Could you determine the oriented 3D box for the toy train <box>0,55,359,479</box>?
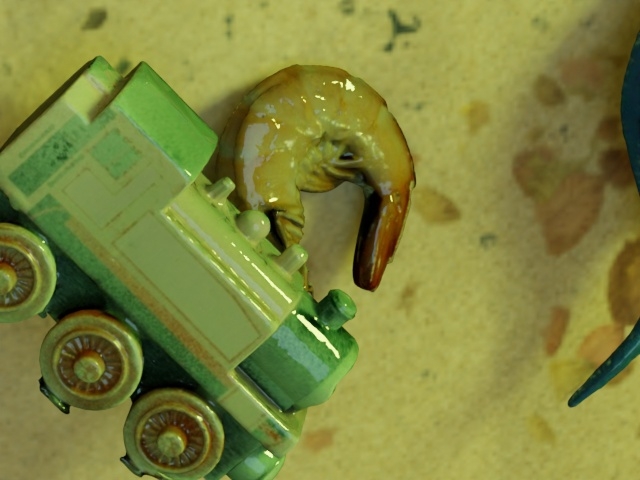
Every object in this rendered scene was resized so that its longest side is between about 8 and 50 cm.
[{"bbox_3d":[-0.069,0.020,0.830,0.125,0.081,0.194,-41,102,18],"label":"toy train"}]

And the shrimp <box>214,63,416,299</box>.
[{"bbox_3d":[-0.003,-0.002,0.889,0.095,0.045,0.162,-12,110,-33],"label":"shrimp"}]

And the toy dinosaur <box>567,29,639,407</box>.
[{"bbox_3d":[0.197,-0.076,0.888,0.144,0.076,0.329,1,108,-8],"label":"toy dinosaur"}]
